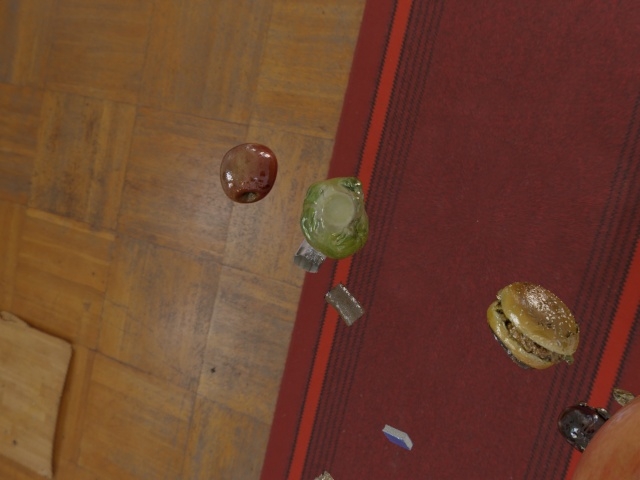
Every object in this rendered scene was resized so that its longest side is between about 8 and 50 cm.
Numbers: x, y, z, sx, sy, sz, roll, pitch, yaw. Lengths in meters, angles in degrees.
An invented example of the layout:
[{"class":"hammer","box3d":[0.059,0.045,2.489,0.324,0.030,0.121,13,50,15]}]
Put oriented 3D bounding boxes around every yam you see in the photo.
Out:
[{"class":"yam","box3d":[0.077,0.200,1.373,0.084,0.084,0.127,-46,75,16]}]

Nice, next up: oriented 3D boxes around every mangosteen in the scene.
[{"class":"mangosteen","box3d":[0.776,0.542,1.264,0.152,0.152,0.153,1,93,20]}]

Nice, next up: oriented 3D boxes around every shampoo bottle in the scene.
[{"class":"shampoo bottle","box3d":[0.000,0.000,1.331,0.086,0.227,0.056,26,135,5]}]

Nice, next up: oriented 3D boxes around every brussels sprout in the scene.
[{"class":"brussels sprout","box3d":[0.022,-0.037,0.757,0.117,0.155,0.155,-12,88,2]}]

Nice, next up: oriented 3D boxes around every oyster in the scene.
[{"class":"oyster","box3d":[0.564,0.298,0.796,0.034,0.093,0.051,-35,120,19]}]

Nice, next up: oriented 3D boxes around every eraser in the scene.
[{"class":"eraser","box3d":[0.246,0.627,1.387,0.084,0.027,0.063,2,131,49]}]

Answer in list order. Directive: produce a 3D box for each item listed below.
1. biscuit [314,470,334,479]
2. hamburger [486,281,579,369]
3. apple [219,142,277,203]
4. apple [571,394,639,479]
[{"class":"biscuit","box3d":[0.041,0.646,0.990,0.238,0.108,0.062,37,118,36]},{"class":"hamburger","box3d":[0.457,0.171,0.932,0.181,0.191,0.118,40,125,6]},{"class":"apple","box3d":[-0.218,-0.207,1.341,0.180,0.181,0.169,-19,64,20]},{"class":"apple","box3d":[0.398,0.277,0.349,0.363,0.364,0.365,1,93,20]}]
